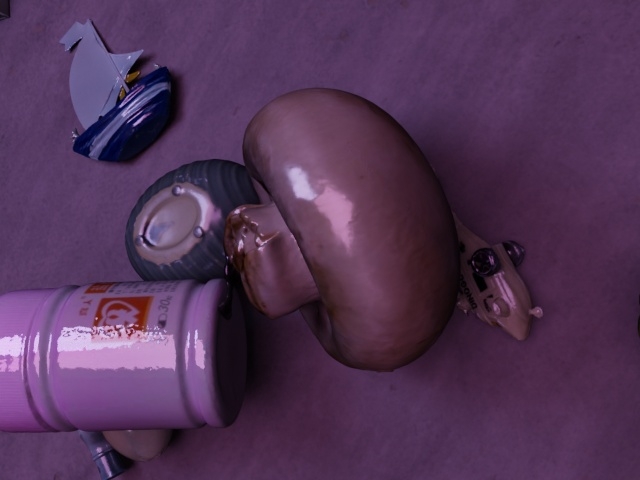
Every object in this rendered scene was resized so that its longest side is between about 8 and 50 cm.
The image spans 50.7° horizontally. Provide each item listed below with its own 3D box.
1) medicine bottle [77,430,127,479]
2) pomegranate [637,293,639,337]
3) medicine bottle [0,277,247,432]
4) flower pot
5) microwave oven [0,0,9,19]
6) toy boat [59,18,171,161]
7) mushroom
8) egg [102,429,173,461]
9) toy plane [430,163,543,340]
[{"bbox_3d":[-0.373,0.285,1.093,0.053,0.090,0.209,-22,75,-26],"label":"medicine bottle"},{"bbox_3d":[0.486,0.055,0.758,0.204,0.222,0.276,30,63,27],"label":"pomegranate"},{"bbox_3d":[-0.273,0.157,0.921,0.315,0.202,0.202,-3,84,6],"label":"medicine bottle"},{"bbox_3d":[-0.182,-0.018,1.010,0.243,0.157,0.189,-31,74,18],"label":"flower pot"},{"bbox_3d":[-0.726,-0.481,1.254,0.240,0.145,0.194,-7,80,18],"label":"microwave oven"},{"bbox_3d":[-0.376,-0.277,1.155,0.220,0.067,0.291,-39,71,13],"label":"toy boat"},{"bbox_3d":[0.000,0.000,0.829,0.294,0.362,0.362,-22,77,-8],"label":"mushroom"},{"bbox_3d":[-0.284,0.267,1.043,0.114,0.114,0.152,-33,64,14],"label":"egg"},{"bbox_3d":[0.198,0.010,0.917,0.108,0.092,0.286,-37,75,39],"label":"toy plane"}]
